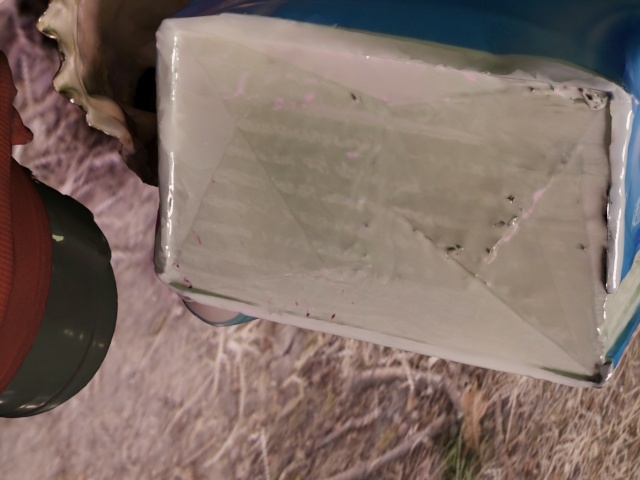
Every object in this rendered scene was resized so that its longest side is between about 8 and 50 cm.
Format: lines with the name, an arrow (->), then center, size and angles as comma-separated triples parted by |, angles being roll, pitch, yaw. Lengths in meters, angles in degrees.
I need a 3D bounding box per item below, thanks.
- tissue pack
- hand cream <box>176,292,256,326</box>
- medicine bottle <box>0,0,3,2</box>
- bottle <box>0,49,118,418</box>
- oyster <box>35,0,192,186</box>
tissue pack -> 0.073, -0.071, 0.815 | 0.263, 0.198, 0.146 | -44, 140, -55
hand cream -> 0.000, 0.000, 0.950 | 0.224, 0.048, 0.083 | -21, 123, -55
medicine bottle -> -0.220, -0.036, 0.359 | 0.371, 0.211, 0.211 | -42, 143, -3
bottle -> -0.171, -0.007, 0.604 | 0.156, 0.143, 0.271 | -47, 148, 15
oyster -> -0.071, -0.082, 0.789 | 0.146, 0.045, 0.121 | -6, 114, -55
